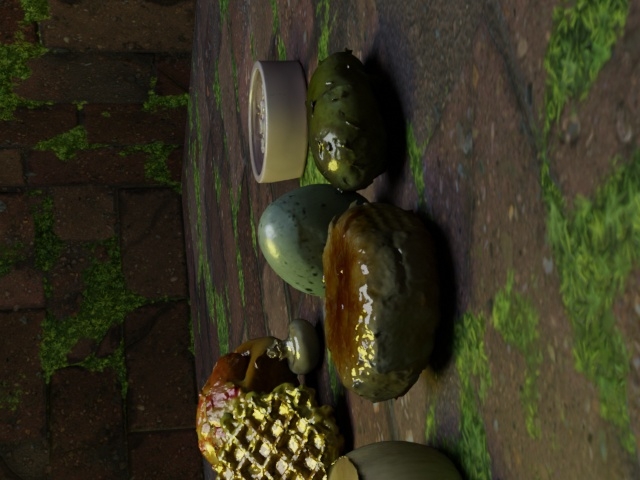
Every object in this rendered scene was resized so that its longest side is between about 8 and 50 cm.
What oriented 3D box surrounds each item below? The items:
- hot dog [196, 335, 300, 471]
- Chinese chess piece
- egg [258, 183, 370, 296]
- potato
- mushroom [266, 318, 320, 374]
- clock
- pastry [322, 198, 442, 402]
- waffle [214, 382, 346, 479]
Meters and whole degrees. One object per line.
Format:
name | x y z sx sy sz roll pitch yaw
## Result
hot dog | -0.107 0.280 1.595 0.150 0.153 0.256 -28 73 55
Chinese chess piece | 0.074 0.320 0.985 0.257 0.104 0.257 178 90 -78
egg | 0.000 0.000 1.163 0.131 0.164 0.131 -1 88 38
potato | 0.028 -0.142 1.170 0.225 0.090 0.117 -96 5 -52
mushroom | -0.041 0.159 1.557 0.085 0.079 0.085 179 90 -81
clock | -0.070 -0.191 1.673 0.197 0.068 0.196 179 90 -78
pastry | 0.060 0.060 1.037 0.192 0.093 0.182 -121 36 -65
waffle | -0.059 0.321 1.428 0.238 0.059 0.243 -14 78 37
